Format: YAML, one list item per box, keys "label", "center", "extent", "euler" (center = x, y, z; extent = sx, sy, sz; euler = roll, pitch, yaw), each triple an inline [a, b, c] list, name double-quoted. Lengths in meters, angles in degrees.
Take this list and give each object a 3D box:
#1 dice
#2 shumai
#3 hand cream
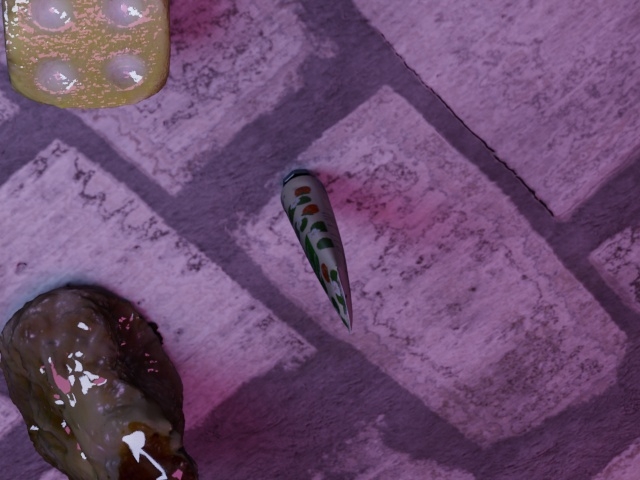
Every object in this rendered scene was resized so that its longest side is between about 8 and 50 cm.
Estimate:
- label: "dice"
  center: [-0.254, -0.249, 1.321]
  extent: [0.169, 0.169, 0.166]
  euler: [-4, 123, -12]
- label: "shumai"
  center: [-0.279, 0.251, 1.577]
  extent: [0.217, 0.283, 0.346]
  euler: [-19, 127, -4]
- label: "hand cream"
  center: [0.000, 0.000, 1.483]
  extent: [0.059, 0.276, 0.095]
  euler: [-15, 125, -4]
